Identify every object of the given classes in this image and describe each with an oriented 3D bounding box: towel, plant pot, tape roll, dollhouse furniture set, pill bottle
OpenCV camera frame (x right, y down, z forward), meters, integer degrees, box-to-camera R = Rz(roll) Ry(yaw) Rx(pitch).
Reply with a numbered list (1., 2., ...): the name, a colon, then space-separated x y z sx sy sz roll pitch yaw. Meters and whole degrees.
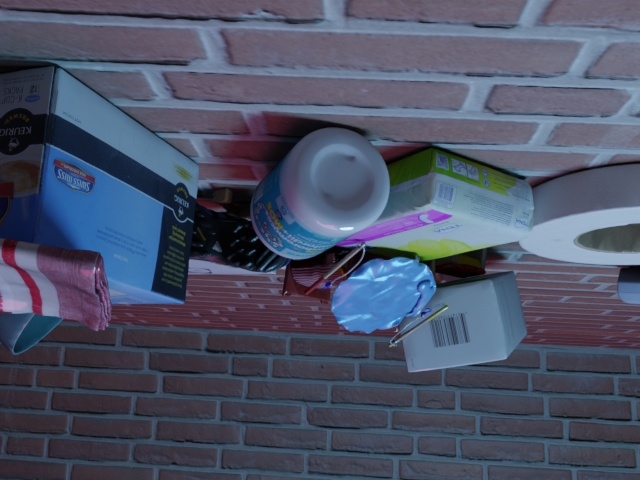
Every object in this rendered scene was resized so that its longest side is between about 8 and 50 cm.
1. towel: -0.404 0.039 0.825 0.329 0.037 0.237 8 158 -9
2. plant pot: -0.573 0.051 1.460 0.195 0.290 0.290 40 162 -1
3. tape roll: 0.518 -0.032 1.209 0.392 0.072 0.392 3 167 1
4. dollhouse furniture set: 0.134 0.054 1.472 0.374 0.152 0.201 13 163 -36
5. pill bottle: -0.015 -0.055 1.072 0.146 0.146 0.264 8 166 -18

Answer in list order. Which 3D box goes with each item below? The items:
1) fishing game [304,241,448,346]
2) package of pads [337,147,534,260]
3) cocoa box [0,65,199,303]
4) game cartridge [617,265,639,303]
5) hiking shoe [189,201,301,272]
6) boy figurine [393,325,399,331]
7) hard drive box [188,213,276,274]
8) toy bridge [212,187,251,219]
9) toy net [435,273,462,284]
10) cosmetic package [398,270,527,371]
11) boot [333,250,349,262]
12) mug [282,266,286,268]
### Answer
1. fishing game: 0.106 0.088 1.275 0.189 0.041 0.264 -41 131 21
2. package of pads: 0.159 -0.043 1.181 0.229 0.101 0.296 13 164 -33
3. cocoa box: -0.350 -0.047 1.003 0.231 0.228 0.347 -2 166 19
4. game cartridge: 0.780 0.088 1.548 0.294 0.060 0.196 -4 -175 25
5. hiking shoe: -0.193 -0.002 1.309 0.304 0.113 0.132 19 174 13
6. boy figurine: 0.207 0.149 1.808 0.285 0.177 0.092 4 -154 35
7. hard drive box: -0.224 0.010 1.509 0.232 0.089 0.181 -2 166 17
8. toy bridge: -0.126 -0.055 1.348 0.063 0.026 0.188 -6 164 38
9. toy net: 0.256 0.076 1.790 0.122 0.045 0.232 39 151 -15
10. cosmetic package: 0.296 0.158 1.513 0.197 0.155 0.365 -12 177 19
11. boot: 0.084 0.051 1.710 0.121 0.045 0.099 4 163 -1
12. mug: -0.060 0.026 1.607 0.064 0.062 0.078 -10 169 18
